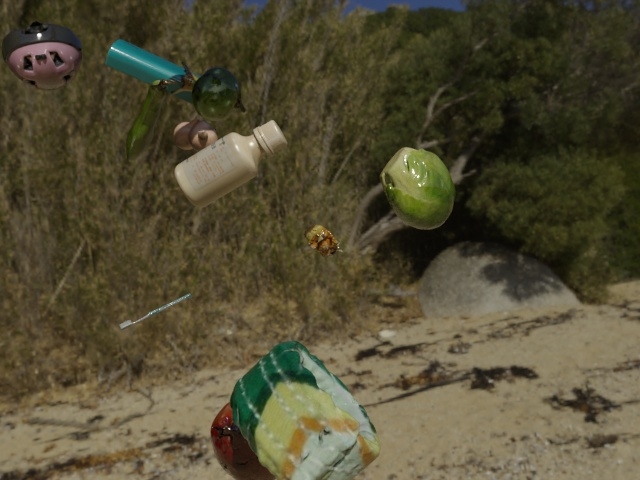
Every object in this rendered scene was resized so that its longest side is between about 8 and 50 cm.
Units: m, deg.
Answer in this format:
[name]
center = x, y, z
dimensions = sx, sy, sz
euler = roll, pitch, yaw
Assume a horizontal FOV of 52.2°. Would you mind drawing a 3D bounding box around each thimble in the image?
[thimble]
center = -0.026, 0.324, 1.176
dimensions = 0.167, 0.254, 0.288
euler = -45, 25, 1

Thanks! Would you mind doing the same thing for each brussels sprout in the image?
[brussels sprout]
center = 0.216, -0.110, 1.421
dimensions = 0.181, 0.161, 0.144
euler = 30, -10, -18

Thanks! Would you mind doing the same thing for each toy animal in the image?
[toy animal]
center = -0.310, -0.252, 1.617
dimensions = 0.150, 0.089, 0.083
euler = 15, -18, 43

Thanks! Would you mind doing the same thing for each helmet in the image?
[helmet]
center = -0.723, -0.468, 1.723
dimensions = 0.198, 0.154, 0.253
euler = -15, -8, -16

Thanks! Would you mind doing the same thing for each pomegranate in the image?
[pomegranate]
center = -0.330, -0.435, 1.923
dimensions = 0.220, 0.156, 0.156
euler = 19, 8, 28

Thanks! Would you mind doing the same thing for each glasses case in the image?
[glasses case]
center = -0.512, -0.540, 2.069
dimensions = 0.301, 0.117, 0.070
euler = 22, -54, -9

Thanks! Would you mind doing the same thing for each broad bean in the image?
[broad bean]
center = -0.442, -0.315, 1.671
dimensions = 0.067, 0.075, 0.325
euler = 12, -43, -25

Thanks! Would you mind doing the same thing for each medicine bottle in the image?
[medicine bottle]
center = -0.196, -0.179, 1.464
dimensions = 0.252, 0.114, 0.114
euler = -30, -10, 7

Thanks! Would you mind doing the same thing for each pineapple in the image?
[pineapple]
center = 0.000, 0.000, 1.859
dimensions = 0.069, 0.116, 0.137
euler = -45, -31, -1

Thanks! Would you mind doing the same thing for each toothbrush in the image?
[toothbrush]
center = -0.362, 0.154, 1.436
dimensions = 0.167, 0.014, 0.011
euler = -26, -30, -18

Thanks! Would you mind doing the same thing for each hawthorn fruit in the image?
[hawthorn fruit]
center = -0.150, 0.409, 1.354
dimensions = 0.181, 0.181, 0.235
euler = -13, -30, 16
